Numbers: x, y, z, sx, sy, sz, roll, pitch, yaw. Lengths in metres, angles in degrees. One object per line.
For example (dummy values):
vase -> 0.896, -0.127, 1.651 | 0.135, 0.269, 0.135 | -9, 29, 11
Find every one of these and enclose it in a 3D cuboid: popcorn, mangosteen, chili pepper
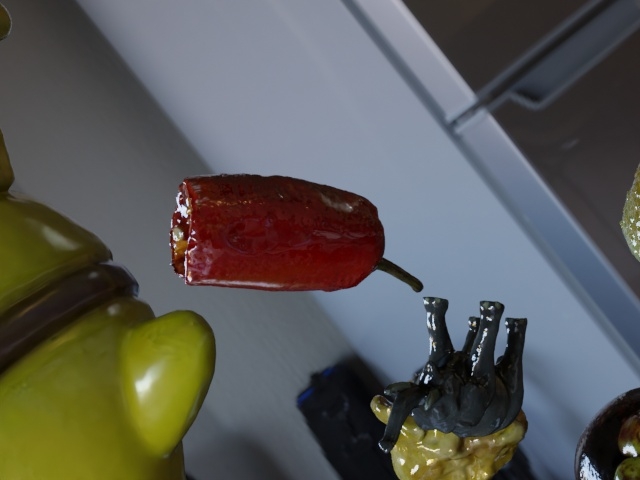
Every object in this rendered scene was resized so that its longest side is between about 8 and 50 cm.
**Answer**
popcorn -> 0.183, 0.274, 1.513 | 0.191, 0.190, 0.253 | -3, -11, -11
mangosteen -> 0.574, 0.398, 1.752 | 0.297, 0.297, 0.313 | -38, 23, 13
chili pepper -> 0.002, -0.001, 1.228 | 0.134, 0.339, 0.131 | -143, 62, -66

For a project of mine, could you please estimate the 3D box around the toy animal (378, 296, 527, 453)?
toy animal -> 0.128, 0.121, 1.001 | 0.082, 0.137, 0.269 | 6, -2, 30

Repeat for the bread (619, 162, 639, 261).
bread -> 0.439, -0.018, 1.091 | 0.186, 0.257, 0.124 | -48, -33, -41

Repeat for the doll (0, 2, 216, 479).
doll -> -0.122, 0.096, 0.397 | 0.200, 0.362, 0.145 | -13, 2, 20
